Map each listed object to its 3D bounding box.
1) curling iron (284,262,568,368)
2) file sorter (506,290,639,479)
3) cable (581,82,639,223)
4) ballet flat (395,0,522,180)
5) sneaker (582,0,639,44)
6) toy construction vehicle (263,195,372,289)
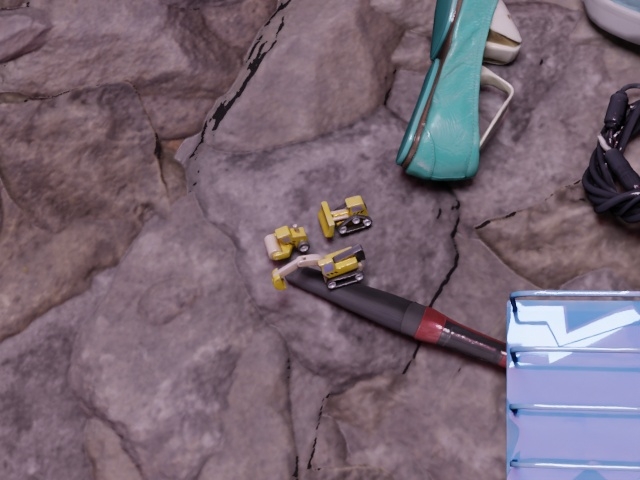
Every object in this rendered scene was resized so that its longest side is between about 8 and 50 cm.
[{"bbox_3d":[0.094,0.062,0.876,0.274,0.035,0.068,12,49,23],"label":"curling iron"},{"bbox_3d":[0.192,0.122,0.746,0.118,0.104,0.170,0,79,12],"label":"file sorter"},{"bbox_3d":[0.295,-0.076,0.837,0.184,0.047,0.150,14,65,50],"label":"cable"},{"bbox_3d":[0.136,-0.160,0.947,0.087,0.083,0.247,17,70,-6],"label":"ballet flat"},{"bbox_3d":[0.369,-0.212,0.825,0.366,0.150,0.135,21,59,32],"label":"sneaker"},{"bbox_3d":[0.000,0.000,0.904,0.098,0.035,0.086,-15,46,0],"label":"toy construction vehicle"}]
